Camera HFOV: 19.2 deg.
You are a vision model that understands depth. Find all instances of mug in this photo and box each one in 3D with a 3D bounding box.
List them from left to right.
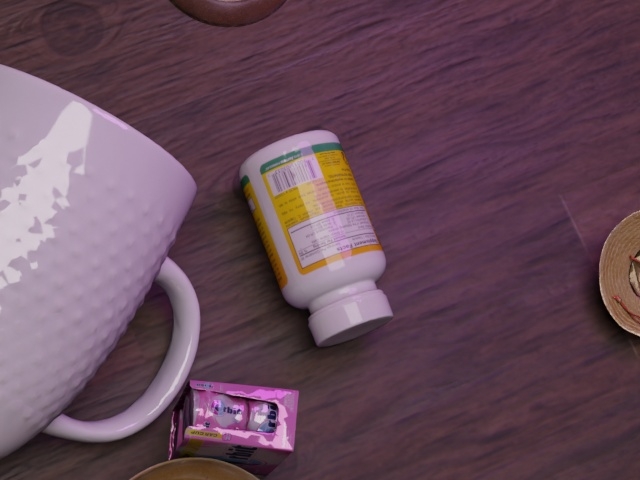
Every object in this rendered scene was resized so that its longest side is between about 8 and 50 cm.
[{"bbox_3d":[-0.279,0.056,1.866,0.374,0.276,0.328,34,75,-31],"label":"mug"}]

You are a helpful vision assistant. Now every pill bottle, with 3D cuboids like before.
[{"bbox_3d":[0.000,0.000,1.984,0.117,0.117,0.208,-19,78,-14],"label":"pill bottle"}]

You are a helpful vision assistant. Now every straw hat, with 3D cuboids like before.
[{"bbox_3d":[0.365,0.035,2.067,0.144,0.061,0.145,0,89,-1],"label":"straw hat"}]

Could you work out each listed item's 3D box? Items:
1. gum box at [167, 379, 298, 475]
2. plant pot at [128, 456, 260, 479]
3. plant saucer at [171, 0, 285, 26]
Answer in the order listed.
[{"bbox_3d":[-0.089,0.187,1.880,0.107,0.188,0.062,7,74,-8],"label":"gum box"},{"bbox_3d":[-0.128,0.332,1.852,0.236,0.032,0.236,3,82,-24],"label":"plant pot"},{"bbox_3d":[-0.104,-0.321,2.102,0.168,0.029,0.168,2,75,-10],"label":"plant saucer"}]
